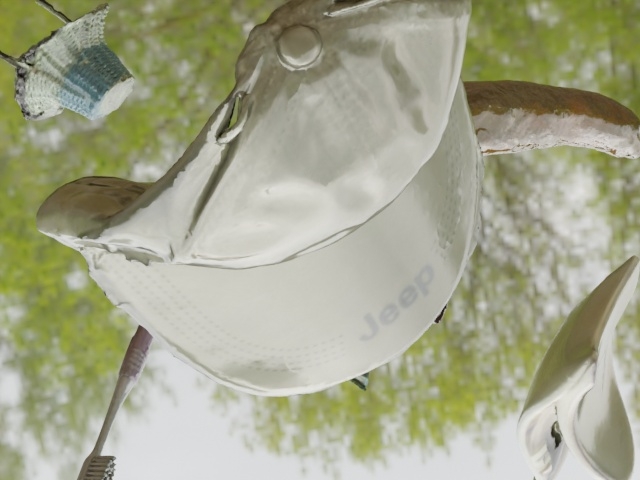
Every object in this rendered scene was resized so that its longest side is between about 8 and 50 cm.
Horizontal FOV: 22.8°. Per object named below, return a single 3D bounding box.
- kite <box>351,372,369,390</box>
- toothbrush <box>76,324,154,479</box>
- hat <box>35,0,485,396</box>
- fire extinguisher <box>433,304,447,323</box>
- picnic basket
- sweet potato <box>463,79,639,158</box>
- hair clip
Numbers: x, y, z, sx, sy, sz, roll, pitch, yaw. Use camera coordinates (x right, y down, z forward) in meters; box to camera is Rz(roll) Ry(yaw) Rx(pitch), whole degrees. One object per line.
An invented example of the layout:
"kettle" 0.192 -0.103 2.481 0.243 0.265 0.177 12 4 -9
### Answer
"kite" 0.000 0.000 1.706 0.314 0.335 0.011 -11 -179 18
"toothbrush" -0.170 0.105 1.528 0.029 0.024 0.354 -6 -132 28
"hat" 0.017 -0.020 0.688 0.214 0.245 0.149 -47 -147 -7
"fire extinguisher" 0.039 0.047 1.469 0.158 0.043 0.064 6 -135 23
"picnic basket" -0.147 -0.103 0.891 0.083 0.083 0.065 41 -138 7
"sweet potato" 0.198 -0.111 1.463 0.273 0.075 0.075 -2 -165 -33
"hair clip" 0.273 0.165 1.695 0.113 0.282 0.172 8 -138 24
